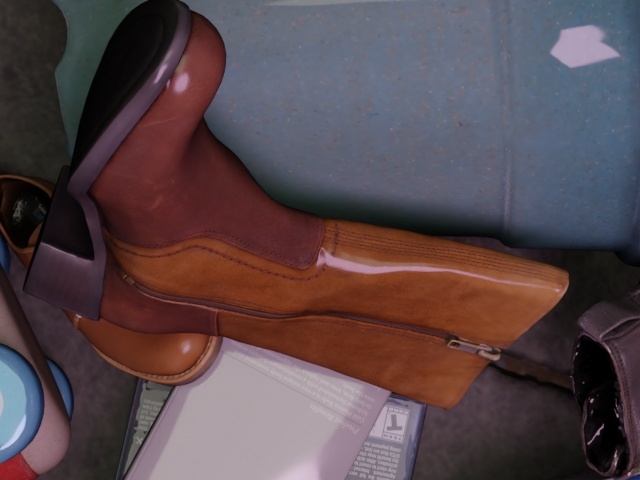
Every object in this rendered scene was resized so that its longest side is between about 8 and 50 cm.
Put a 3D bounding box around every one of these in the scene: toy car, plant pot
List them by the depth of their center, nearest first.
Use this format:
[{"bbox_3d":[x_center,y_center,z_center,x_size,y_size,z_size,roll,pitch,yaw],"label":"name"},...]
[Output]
[{"bbox_3d":[-0.293,0.085,0.973,0.238,0.219,0.210,-25,86,-5],"label":"toy car"},{"bbox_3d":[0.020,-0.143,0.984,0.334,0.341,0.341,-3,84,3],"label":"plant pot"}]

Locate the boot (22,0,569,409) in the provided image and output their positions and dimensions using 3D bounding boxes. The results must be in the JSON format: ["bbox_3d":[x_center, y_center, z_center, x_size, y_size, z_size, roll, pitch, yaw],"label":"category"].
[{"bbox_3d":[0.000,0.000,0.853,0.280,0.264,0.096,17,49,-11],"label":"boot"}]

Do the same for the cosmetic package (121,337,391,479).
[{"bbox_3d":[-0.048,0.136,1.022,0.127,0.107,0.238,30,85,-1],"label":"cosmetic package"}]

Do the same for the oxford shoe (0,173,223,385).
[{"bbox_3d":[-0.145,0.022,1.008,0.212,0.076,0.076,34,87,36],"label":"oxford shoe"}]

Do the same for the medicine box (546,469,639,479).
[{"bbox_3d":[0.239,0.283,1.026,0.263,0.149,0.289,-13,86,-6],"label":"medicine box"}]

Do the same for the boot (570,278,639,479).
[{"bbox_3d":[0.245,0.063,0.985,0.229,0.263,0.091,-41,48,-14],"label":"boot"}]

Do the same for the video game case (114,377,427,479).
[{"bbox_3d":[-0.051,0.221,1.073,0.196,0.026,0.274,13,84,-3],"label":"video game case"}]
